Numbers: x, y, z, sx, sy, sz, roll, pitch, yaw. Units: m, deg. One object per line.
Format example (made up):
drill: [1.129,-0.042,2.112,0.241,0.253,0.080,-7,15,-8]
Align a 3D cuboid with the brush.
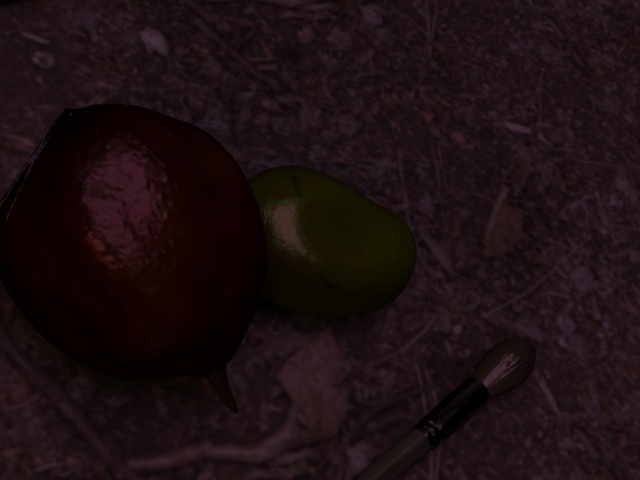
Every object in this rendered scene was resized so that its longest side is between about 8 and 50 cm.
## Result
brush: [0.070,0.165,0.924,0.299,0.042,0.039,-36,79,-28]

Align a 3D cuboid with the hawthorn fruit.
hawthorn fruit: [-0.128,0.018,0.848,0.189,0.189,0.251,-31,84,-31]

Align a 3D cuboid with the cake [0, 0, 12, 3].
cake: [-0.309,-0.258,0.987,0.220,0.086,0.117,-17,69,-28]

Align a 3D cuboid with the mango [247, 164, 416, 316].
mango: [-0.002,0.005,0.950,0.163,0.089,0.117,24,55,-7]
